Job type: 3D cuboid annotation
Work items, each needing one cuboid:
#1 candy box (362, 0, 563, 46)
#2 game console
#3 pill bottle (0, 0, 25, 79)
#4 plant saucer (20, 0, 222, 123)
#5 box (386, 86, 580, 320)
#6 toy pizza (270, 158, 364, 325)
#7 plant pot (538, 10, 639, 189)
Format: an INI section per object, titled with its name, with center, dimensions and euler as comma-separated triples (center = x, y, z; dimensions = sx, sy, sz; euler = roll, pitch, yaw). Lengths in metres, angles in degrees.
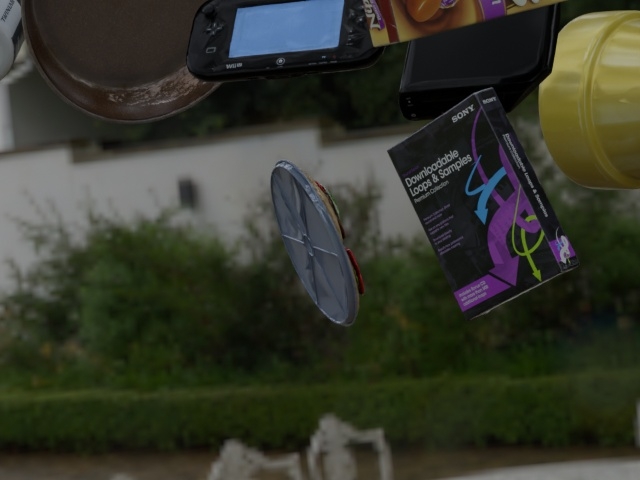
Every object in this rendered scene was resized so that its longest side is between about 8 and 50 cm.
[candy box]
center = 0.122, -0.235, 1.373
dimensions = 0.187, 0.109, 0.053
euler = -17, 8, -25
[game console]
center = 0.044, -0.193, 1.543
dimensions = 0.361, 0.213, 0.044
euler = -4, -43, 18
[pill bottle]
center = -0.444, -0.317, 2.200
dimensions = 0.130, 0.130, 0.245
euler = -6, 36, 10
[plant saucer]
center = -0.192, -0.279, 1.779
dimensions = 0.310, 0.310, 0.050
euler = -5, 25, -38
[box]
center = 0.130, -0.028, 1.352
dimensions = 0.029, 0.162, 0.116
euler = -17, -11, -44
[toy pizza]
center = 0.000, 0.000, 1.845
dimensions = 0.032, 0.201, 0.201
euler = -23, 4, -16
[plant pot]
center = 0.469, -0.194, 2.260
dimensions = 0.254, 0.254, 0.239
euler = -5, 5, -42
